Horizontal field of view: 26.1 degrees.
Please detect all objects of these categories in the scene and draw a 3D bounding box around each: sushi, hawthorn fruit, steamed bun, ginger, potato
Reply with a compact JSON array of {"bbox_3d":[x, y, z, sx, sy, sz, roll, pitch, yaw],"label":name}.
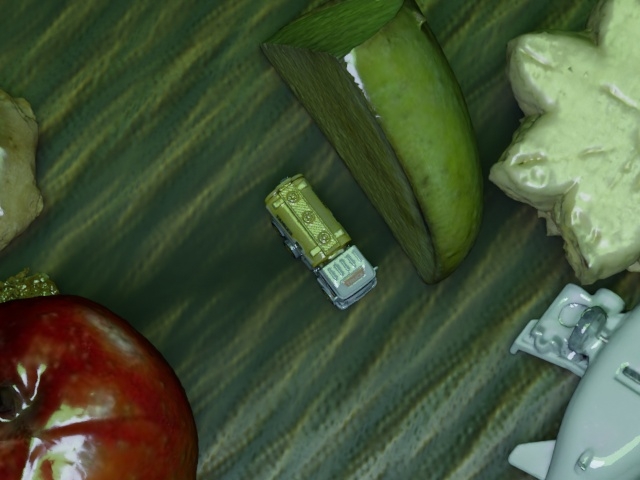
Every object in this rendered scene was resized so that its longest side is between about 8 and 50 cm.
[{"bbox_3d":[-0.276,0.057,1.232,0.118,0.060,0.061,-14,75,-5],"label":"sushi"},{"bbox_3d":[-0.223,0.164,1.090,0.254,0.300,0.254,0,76,0],"label":"hawthorn fruit"},{"bbox_3d":[0.289,-0.091,1.238,0.292,0.137,0.295,23,85,2],"label":"steamed bun"},{"bbox_3d":[-0.302,-0.057,1.249,0.095,0.069,0.190,-2,79,25],"label":"ginger"},{"bbox_3d":[0.077,-0.090,1.230,0.112,0.269,0.255,-32,109,-8],"label":"potato"}]

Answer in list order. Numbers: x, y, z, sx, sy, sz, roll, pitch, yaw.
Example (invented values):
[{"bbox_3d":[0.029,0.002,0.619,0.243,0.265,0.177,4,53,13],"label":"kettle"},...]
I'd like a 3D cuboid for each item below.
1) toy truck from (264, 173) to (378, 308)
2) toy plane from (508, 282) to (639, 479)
[{"bbox_3d":[0.000,0.000,1.247,0.052,0.063,0.123,-36,82,-8],"label":"toy truck"},{"bbox_3d":[0.274,0.145,1.199,0.252,0.118,0.252,-5,67,12],"label":"toy plane"}]
